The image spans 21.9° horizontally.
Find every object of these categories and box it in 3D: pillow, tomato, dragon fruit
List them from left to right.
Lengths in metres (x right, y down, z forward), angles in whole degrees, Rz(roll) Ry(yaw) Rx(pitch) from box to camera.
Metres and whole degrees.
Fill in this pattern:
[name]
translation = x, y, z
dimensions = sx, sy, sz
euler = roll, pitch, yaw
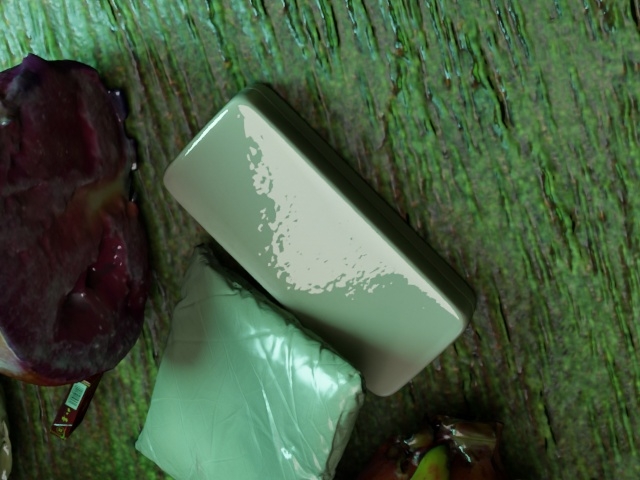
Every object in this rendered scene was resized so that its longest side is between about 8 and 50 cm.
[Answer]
[tomato]
translation = -0.319, -0.017, 1.688
dimensions = 0.176, 0.289, 0.335
euler = -4, 105, 24
[pillow]
translation = -0.075, 0.183, 1.747
dimensions = 0.281, 0.076, 0.274
euler = 37, 122, 36
[dragon fruit]
translation = 0.106, 0.335, 1.721
dimensions = 0.250, 0.250, 0.315
euler = -6, 97, 16

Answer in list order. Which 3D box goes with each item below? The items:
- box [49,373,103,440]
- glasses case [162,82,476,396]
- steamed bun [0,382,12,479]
[box]
translation = -0.273, 0.179, 1.861
dimensions = 0.023, 0.051, 0.082
euler = 28, 112, 5
[glasses case]
translation = 0.000, 0.000, 1.718
dimensions = 0.336, 0.076, 0.144
euler = 46, 112, -4
[steamed bun]
translation = -0.496, 0.218, 1.794
dimensions = 0.230, 0.325, 0.372
euler = 2, 124, 20
